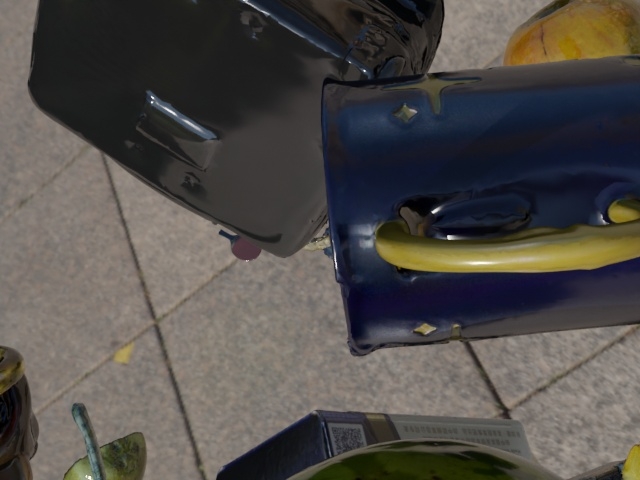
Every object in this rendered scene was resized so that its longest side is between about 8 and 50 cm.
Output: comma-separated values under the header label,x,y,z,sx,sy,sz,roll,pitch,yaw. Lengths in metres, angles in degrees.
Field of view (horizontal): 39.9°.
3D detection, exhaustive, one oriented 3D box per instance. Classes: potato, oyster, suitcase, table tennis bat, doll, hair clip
label,x,y,z,sx,sy,sz,roll,pitch,yaw
potato,-0.425,0.502,1.758,0.111,0.160,0.272,56,134,22
oyster,0.001,-0.001,1.523,0.083,0.054,0.019,-30,67,56
suitcase,-0.092,-0.169,0.837,0.339,0.345,0.188,-55,6,49
table tennis bat,-0.135,0.003,1.478,0.083,0.007,0.050,28,93,19
doll,-0.516,0.226,1.064,0.318,0.339,0.209,162,106,-67
hair clip,-0.257,0.298,0.998,0.066,0.036,0.229,157,109,-71

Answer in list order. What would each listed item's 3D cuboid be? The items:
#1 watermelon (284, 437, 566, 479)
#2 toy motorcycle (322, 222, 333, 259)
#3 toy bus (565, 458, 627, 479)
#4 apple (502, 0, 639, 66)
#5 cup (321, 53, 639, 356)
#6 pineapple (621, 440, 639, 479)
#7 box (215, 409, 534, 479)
label,x,y,z,sx,sy,sz,roll,pitch,yaw
watermelon,0.057,0.251,0.490,0.285,0.285,0.285,-13,65,29
toy motorcycle,0.112,-0.052,1.642,0.204,0.108,0.239,32,114,46
toy bus,0.435,0.411,1.401,0.103,0.182,0.091,-38,67,61
apple,0.446,-0.297,1.501,0.286,0.286,0.233,-34,99,18
cup,0.135,-0.002,0.523,0.256,0.179,0.255,-5,36,7
pineapple,0.470,0.319,1.038,0.236,0.186,0.115,40,122,21
box,0.053,0.216,0.808,0.168,0.259,0.071,-39,53,41
